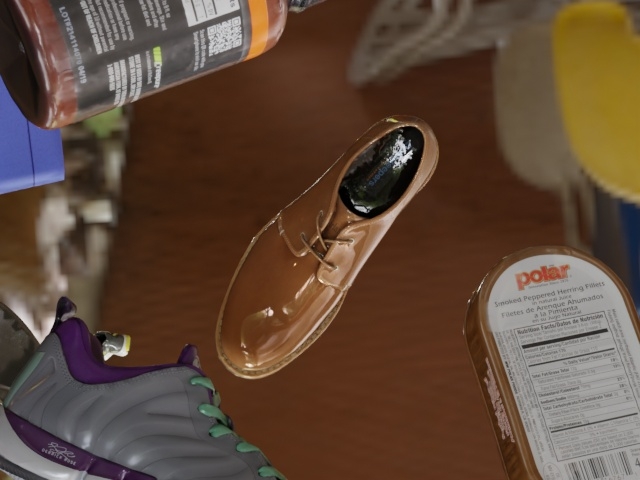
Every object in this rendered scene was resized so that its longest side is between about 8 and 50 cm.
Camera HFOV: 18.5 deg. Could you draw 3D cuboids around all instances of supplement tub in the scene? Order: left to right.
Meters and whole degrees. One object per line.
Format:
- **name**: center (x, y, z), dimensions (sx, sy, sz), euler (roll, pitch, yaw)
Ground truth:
- **supplement tub**: center (-0.093, -0.143, 1.152), dimensions (0.106, 0.198, 0.106), euler (50, 152, 39)

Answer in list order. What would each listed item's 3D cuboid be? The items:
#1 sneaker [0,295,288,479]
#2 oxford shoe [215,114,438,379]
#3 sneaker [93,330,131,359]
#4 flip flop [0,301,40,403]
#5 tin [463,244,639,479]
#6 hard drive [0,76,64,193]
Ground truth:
- **sneaker**: center (-0.052, 0.106, 0.951), dimensions (0.083, 0.223, 0.098), euler (83, -148, -75)
- **oxford shoe**: center (0.000, 0.000, 1.294), dimensions (0.212, 0.076, 0.076), euler (-54, -1, -1)
- **sneaker**: center (-0.246, 0.115, 2.214), dimensions (0.083, 0.035, 0.031), euler (-16, 57, 51)
- **flip flop**: center (-0.263, 0.141, 1.733), dimensions (0.277, 0.112, 0.080), euler (41, 170, -27)
- **tin**: center (0.154, 0.091, 1.188), dimensions (0.040, 0.106, 0.190), euler (117, 141, -60)
- **hard drive**: center (-0.385, -0.119, 1.686), dimensions (0.040, 0.318, 0.210), euler (35, 134, 56)
